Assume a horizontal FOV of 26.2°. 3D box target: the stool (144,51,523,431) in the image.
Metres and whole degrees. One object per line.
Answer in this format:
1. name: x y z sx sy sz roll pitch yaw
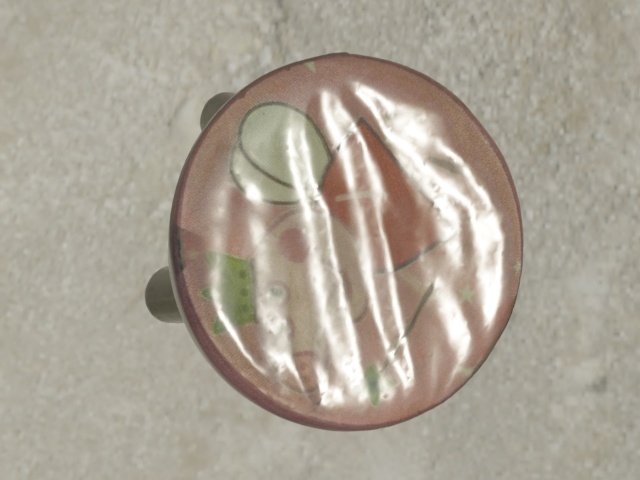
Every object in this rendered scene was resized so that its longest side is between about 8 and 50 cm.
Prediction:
1. stool: 0.000 0.000 1.052 0.272 0.272 0.178 24 174 -18
